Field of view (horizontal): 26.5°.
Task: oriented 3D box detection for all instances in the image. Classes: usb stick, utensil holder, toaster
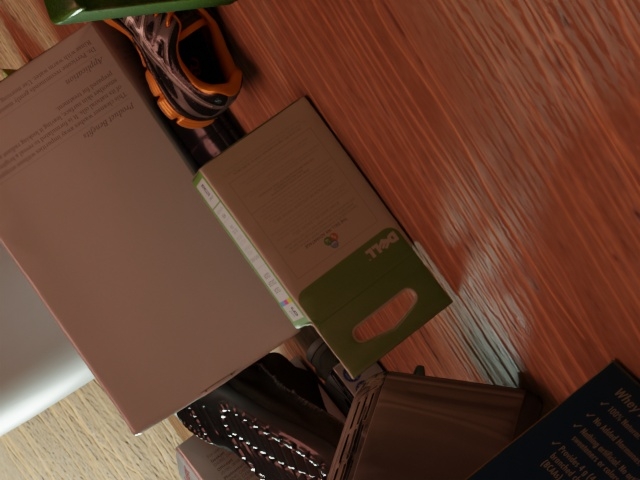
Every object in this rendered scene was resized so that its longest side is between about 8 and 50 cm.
[{"bbox_3d":[-0.072,-0.052,1.342,0.278,0.045,0.077,55,158,-1],"label":"usb stick"},{"bbox_3d":[-0.382,0.053,1.751,0.327,0.385,0.327,56,175,8],"label":"utensil holder"},{"bbox_3d":[0.082,0.209,1.066,0.147,0.227,0.129,13,153,13],"label":"toaster"}]

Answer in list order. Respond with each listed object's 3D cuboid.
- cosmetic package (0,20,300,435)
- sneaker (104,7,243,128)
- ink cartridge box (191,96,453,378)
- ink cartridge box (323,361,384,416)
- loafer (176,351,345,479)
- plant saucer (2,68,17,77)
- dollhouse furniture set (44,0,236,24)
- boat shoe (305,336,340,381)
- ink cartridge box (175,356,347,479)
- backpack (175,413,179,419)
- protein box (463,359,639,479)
[{"bbox_3d":[-0.204,-0.018,1.431,0.385,0.217,0.156,58,-174,-9],"label":"cosmetic package"},{"bbox_3d":[-0.135,-0.199,1.171,0.215,0.084,0.083,55,152,-15],"label":"sneaker"},{"bbox_3d":[0.000,0.000,1.113,0.209,0.109,0.062,54,165,1],"label":"ink cartridge box"},{"bbox_3d":[0.087,0.213,1.434,0.207,0.046,0.097,51,165,10],"label":"ink cartridge box"},{"bbox_3d":[-0.054,0.180,1.525,0.366,0.130,0.133,23,142,52],"label":"loafer"},{"bbox_3d":[-0.389,-0.163,2.052,0.188,0.045,0.188,42,160,38],"label":"plant saucer"},{"bbox_3d":[-0.109,-0.312,0.858,0.198,0.151,0.301,-17,91,53],"label":"dollhouse furniture set"},{"bbox_3d":[0.010,0.140,1.532,0.035,0.035,0.100,40,163,24],"label":"boat shoe"},{"bbox_3d":[-0.030,0.328,1.743,0.270,0.197,0.198,50,165,12],"label":"ink cartridge box"},{"bbox_3d":[-0.174,0.182,1.975,0.188,0.144,0.165,34,150,45],"label":"backpack"},{"bbox_3d":[0.183,0.230,0.882,0.200,0.201,0.136,45,162,30],"label":"protein box"}]
